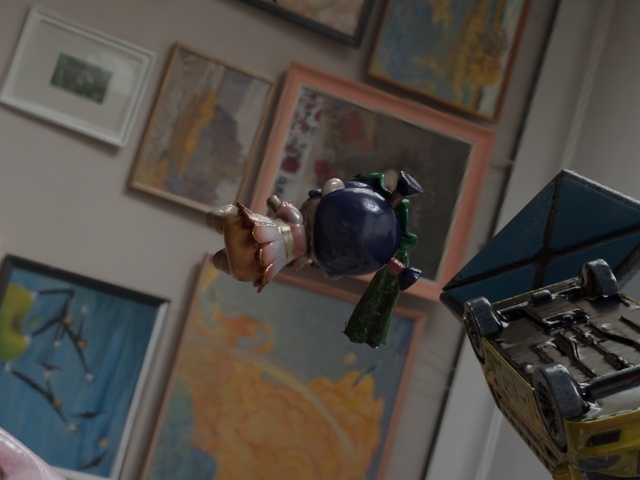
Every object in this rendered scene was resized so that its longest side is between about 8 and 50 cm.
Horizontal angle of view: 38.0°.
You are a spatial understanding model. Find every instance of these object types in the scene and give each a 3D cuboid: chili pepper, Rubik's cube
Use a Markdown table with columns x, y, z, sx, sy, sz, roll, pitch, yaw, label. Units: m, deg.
| x | y | z | sx | sy | sz | roll | pitch | yaw | label |
| --- | --- | --- | --- | --- | --- | --- | --- | --- | --- |
| 0.109 | 0.086 | 1.682 | 0.059 | 0.088 | 0.226 | -62 | 170 | -62 | chili pepper |
| 0.346 | 0.096 | 1.166 | 0.260 | 0.255 | 0.259 | -45 | -154 | -2 | Rubik's cube |

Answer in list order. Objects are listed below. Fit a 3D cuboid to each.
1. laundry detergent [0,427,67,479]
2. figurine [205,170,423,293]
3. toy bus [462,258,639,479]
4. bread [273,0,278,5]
| x | y | z | sx | sy | sz | roll | pitch | yaw | label |
| --- | --- | --- | --- | --- | --- | --- | --- | --- | --- |
| -0.255 | 0.216 | 0.697 | 0.088 | 0.335 | 0.159 | -42 | -163 | 38 | laundry detergent |
| 0.000 | 0.000 | 0.870 | 0.102 | 0.195 | 0.111 | -134 | -148 | -64 | figurine |
| 0.228 | 0.122 | 0.768 | 0.331 | 0.145 | 0.151 | -116 | -170 | -80 | toy bus |
| -0.081 | -0.397 | 1.220 | 0.160 | 0.169 | 0.140 | -34 | -99 | 55 | bread |
